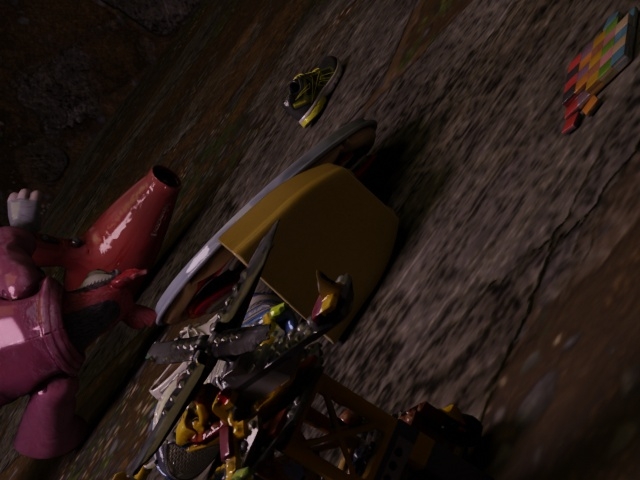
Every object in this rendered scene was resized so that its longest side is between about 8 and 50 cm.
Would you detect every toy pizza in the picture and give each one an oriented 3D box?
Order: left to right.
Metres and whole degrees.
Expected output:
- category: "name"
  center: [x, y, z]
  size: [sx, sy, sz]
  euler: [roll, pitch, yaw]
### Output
- category: "toy pizza"
  center: [-0.030, -0.005, 1.124]
  size: [0.201, 0.032, 0.201]
  euler: [-43, -4, -4]

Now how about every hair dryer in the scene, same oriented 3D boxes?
- category: "hair dryer"
  center: [-0.261, 0.022, 1.677]
  size: [0.294, 0.080, 0.223]
  euler: [-33, -29, -7]

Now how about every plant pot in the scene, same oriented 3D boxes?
- category: "plant pot"
  center: [0.000, 0.000, 0.993]
  size: [0.083, 0.081, 0.081]
  euler: [-47, 12, -3]

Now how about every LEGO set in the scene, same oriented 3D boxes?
- category: "LEGO set"
  center: [-0.086, 0.163, 0.621]
  size: [0.331, 0.192, 0.255]
  euler: [-61, 13, -24]

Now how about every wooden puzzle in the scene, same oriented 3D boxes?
- category: "wooden puzzle"
  center: [0.141, -0.090, 0.844]
  size: [0.049, 0.006, 0.083]
  euler: [-47, 15, 37]

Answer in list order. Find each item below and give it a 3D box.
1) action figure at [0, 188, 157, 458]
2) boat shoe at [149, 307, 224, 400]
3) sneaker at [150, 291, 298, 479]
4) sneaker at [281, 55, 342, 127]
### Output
- category: "action figure"
  center: [-0.323, 0.095, 1.476]
  size: [0.370, 0.248, 0.276]
  euler: [-23, -3, 11]
- category: "boat shoe"
  center: [-0.090, 0.078, 1.220]
  size: [0.100, 0.035, 0.035]
  euler: [-54, 12, 10]
- category: "sneaker"
  center: [-0.059, 0.092, 1.039]
  size: [0.135, 0.052, 0.058]
  euler: [-59, 19, -8]
- category: "sneaker"
  center: [-0.007, -0.137, 1.461]
  size: [0.031, 0.035, 0.083]
  euler: [-41, 19, 47]
